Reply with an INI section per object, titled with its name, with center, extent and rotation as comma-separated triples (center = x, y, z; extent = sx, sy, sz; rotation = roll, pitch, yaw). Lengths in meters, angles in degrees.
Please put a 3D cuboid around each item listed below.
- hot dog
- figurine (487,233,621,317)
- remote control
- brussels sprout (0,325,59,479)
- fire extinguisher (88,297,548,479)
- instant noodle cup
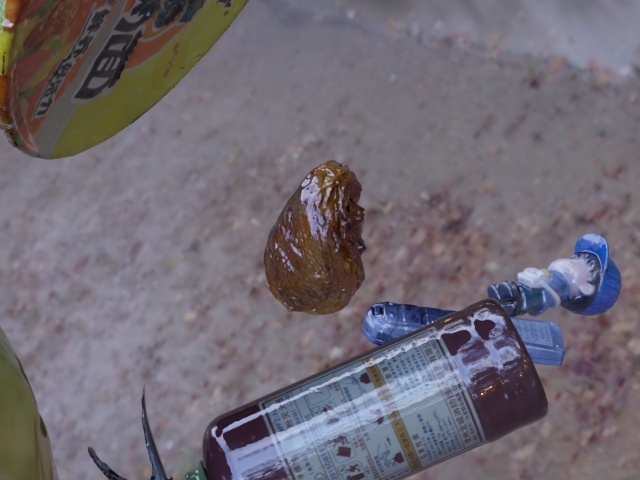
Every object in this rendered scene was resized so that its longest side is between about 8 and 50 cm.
[hot dog]
center = -0.003, -0.002, 1.698
extent = 0.227, 0.099, 0.160
rotation = 122, 147, -67
[figurine]
center = 0.238, 0.051, 1.417
extent = 0.136, 0.079, 0.077
rotation = -27, 2, -25
[remote control]
center = 0.108, 0.070, 1.087
extent = 0.043, 0.153, 0.027
rotation = -94, 13, -64
[brussels sprout]
center = -0.321, 0.087, 0.694
extent = 0.343, 0.361, 0.425
rotation = -21, 13, -17
[fire extinguisher]
center = -0.004, 0.093, 0.753
extent = 0.231, 0.099, 0.071
rotation = -22, 1, -1
[instant noodle cup]
center = -0.133, -0.199, 0.683
extent = 0.264, 0.200, 0.264
rotation = -50, -10, -13
